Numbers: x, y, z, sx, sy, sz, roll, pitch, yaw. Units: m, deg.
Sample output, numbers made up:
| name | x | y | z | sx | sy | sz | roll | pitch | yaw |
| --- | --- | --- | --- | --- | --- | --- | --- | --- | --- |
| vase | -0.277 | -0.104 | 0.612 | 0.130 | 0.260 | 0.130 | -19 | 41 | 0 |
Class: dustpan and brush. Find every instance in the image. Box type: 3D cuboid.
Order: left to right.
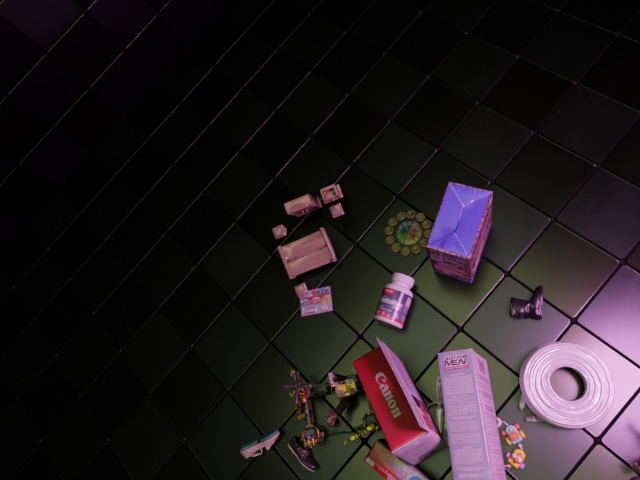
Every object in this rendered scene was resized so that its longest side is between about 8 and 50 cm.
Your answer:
| name | x | y | z | sx | sy | sz | roll | pitch | yaw |
| --- | --- | --- | --- | --- | --- | --- | --- | --- | --- |
| dustpan and brush | 0.383 | 0.551 | 1.545 | 0.147 | 0.060 | 0.212 | 0 | 70 | 20 |

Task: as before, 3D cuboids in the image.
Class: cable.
| name | x | y | z | sx | sy | sz | roll | pitch | yaw |
| --- | --- | --- | --- | --- | --- | --- | --- | --- | --- |
| cable | 0.739 | 0.432 | 1.446 | 0.256 | 0.089 | 0.258 | 2 | 71 | 20 |

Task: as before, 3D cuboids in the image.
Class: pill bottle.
| name | x | y | z | sx | sy | sz | roll | pitch | yaw |
| --- | --- | --- | --- | --- | --- | --- | --- | --- | --- |
| pill bottle | 0.264 | 0.211 | 1.690 | 0.107 | 0.108 | 0.180 | 16 | 76 | 24 |

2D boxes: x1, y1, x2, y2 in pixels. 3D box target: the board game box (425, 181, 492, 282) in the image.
| name | x | y | z | sx | sy | sz | roll | pitch | yaw |
| --- | --- | --- | --- | --- | --- | --- | --- | --- | --- |
| board game box | 0.468 | -0.020 | 1.598 | 0.141 | 0.291 | 0.232 | 17 | 78 | 23 |

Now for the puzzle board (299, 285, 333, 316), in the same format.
| name | x | y | z | sx | sy | sz | roll | pitch | yaw |
| --- | --- | --- | --- | --- | --- | --- | --- | --- | --- |
| puzzle board | -0.019 | 0.233 | 1.836 | 0.128 | 0.011 | 0.097 | -13 | 67 | 15 |

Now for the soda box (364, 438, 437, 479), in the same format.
| name | x | y | z | sx | sy | sz | roll | pitch | yaw |
| --- | --- | --- | --- | --- | --- | --- | --- | --- | --- |
| soda box | 0.271 | 0.737 | 1.498 | 0.263 | 0.092 | 0.084 | 31 | 82 | 27 |

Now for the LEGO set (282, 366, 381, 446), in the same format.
| name | x | y | z | sx | sy | sz | roll | pitch | yaw |
| --- | --- | --- | --- | --- | --- | --- | --- | --- | --- |
| LEGO set | 0.041 | 0.550 | 1.594 | 0.330 | 0.192 | 0.255 | -10 | 67 | 16 |

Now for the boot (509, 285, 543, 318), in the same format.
| name | x | y | z | sx | sy | sz | roll | pitch | yaw |
| --- | --- | --- | --- | --- | --- | --- | --- | --- | --- |
| boot | 0.680 | 0.203 | 1.581 | 0.099 | 0.045 | 0.121 | 4 | 72 | 24 |

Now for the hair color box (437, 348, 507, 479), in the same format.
| name | x | y | z | sx | sy | sz | roll | pitch | yaw |
| --- | --- | --- | --- | --- | --- | --- | --- | --- | --- |
| hair color box | 0.452 | 0.533 | 1.432 | 0.113 | 0.185 | 0.375 | -15 | 60 | 27 |

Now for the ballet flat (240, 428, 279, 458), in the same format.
| name | x | y | z | sx | sy | sz | roll | pitch | yaw |
| --- | --- | --- | --- | --- | --- | --- | --- | --- | --- |
| ballet flat | -0.207 | 0.727 | 1.705 | 0.168 | 0.057 | 0.053 | -29 | 91 | 12 |

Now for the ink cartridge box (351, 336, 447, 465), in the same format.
| name | x | y | z | sx | sy | sz | roll | pitch | yaw |
| --- | --- | --- | --- | --- | --- | --- | --- | --- | --- |
| ink cartridge box | 0.228 | 0.489 | 1.467 | 0.130 | 0.272 | 0.310 | -33 | 47 | 7 |

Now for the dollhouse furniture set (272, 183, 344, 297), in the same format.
| name | x | y | z | sx | sy | sz | roll | pitch | yaw |
| --- | --- | --- | --- | --- | --- | --- | --- | --- | --- |
| dollhouse furniture set | 0.000 | 0.000 | 1.888 | 0.302 | 0.174 | 0.356 | -22 | 86 | 12 |

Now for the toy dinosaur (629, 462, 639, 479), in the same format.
| name | x | y | z | sx | sy | sz | roll | pitch | yaw |
| --- | --- | --- | --- | --- | --- | --- | --- | --- | --- |
| toy dinosaur | 0.949 | 0.587 | 1.294 | 0.160 | 0.121 | 0.314 | 18 | 91 | -9 |

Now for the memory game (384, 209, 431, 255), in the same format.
| name | x | y | z | sx | sy | sz | roll | pitch | yaw |
| --- | --- | --- | --- | --- | --- | --- | --- | --- | --- |
| memory game | 0.333 | -0.030 | 1.808 | 0.186 | 0.012 | 0.187 | -7 | 68 | 17 |

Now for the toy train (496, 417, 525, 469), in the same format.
| name | x | y | z | sx | sy | sz | roll | pitch | yaw |
| --- | --- | --- | --- | --- | --- | --- | --- | --- | --- |
| toy train | 0.560 | 0.633 | 1.459 | 0.125 | 0.046 | 0.167 | 6 | 73 | 21 |

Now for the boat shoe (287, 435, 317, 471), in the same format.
| name | x | y | z | sx | sy | sz | roll | pitch | yaw |
| --- | --- | --- | --- | --- | --- | --- | --- | --- | --- |
| boat shoe | -0.058 | 0.732 | 1.642 | 0.133 | 0.049 | 0.042 | 40 | 95 | 32 |
